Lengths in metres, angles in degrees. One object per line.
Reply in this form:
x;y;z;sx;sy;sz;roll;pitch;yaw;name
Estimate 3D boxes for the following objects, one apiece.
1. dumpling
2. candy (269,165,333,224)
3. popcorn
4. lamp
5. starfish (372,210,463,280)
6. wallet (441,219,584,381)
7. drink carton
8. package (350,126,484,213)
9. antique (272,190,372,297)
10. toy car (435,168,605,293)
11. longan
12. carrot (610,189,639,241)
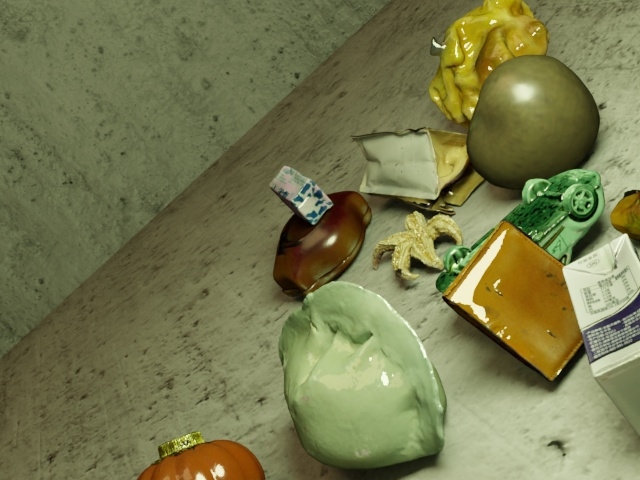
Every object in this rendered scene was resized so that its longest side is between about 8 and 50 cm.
0.061;0.215;1.237;0.321;0.212;0.270;-14;69;25;dumpling
-0.046;-0.100;1.782;0.073;0.092;0.160;-47;27;-3;candy
0.359;-0.378;1.711;0.316;0.281;0.297;-131;53;-67;popcorn
-0.194;0.409;1.279;0.223;0.196;0.223;-22;-13;-5;lamp
0.182;0.006;1.598;0.216;0.071;0.238;-26;20;21;starfish
0.290;0.086;1.130;0.161;0.195;0.042;-47;-16;-18;wallet
0.380;0.113;0.967;0.102;0.134;0.222;-35;22;23;drink carton
0.218;-0.148;1.757;0.311;0.221;0.165;12;96;61;package
0.000;0.000;1.817;0.278;0.129;0.223;-50;27;-19;antique
0.327;0.012;1.261;0.306;0.125;0.136;-38;18;-10;toy car
0.375;-0.206;1.450;0.246;0.246;0.215;-39;11;5;longan
0.493;-0.032;1.128;0.082;0.082;0.173;-47;22;-15;carrot
